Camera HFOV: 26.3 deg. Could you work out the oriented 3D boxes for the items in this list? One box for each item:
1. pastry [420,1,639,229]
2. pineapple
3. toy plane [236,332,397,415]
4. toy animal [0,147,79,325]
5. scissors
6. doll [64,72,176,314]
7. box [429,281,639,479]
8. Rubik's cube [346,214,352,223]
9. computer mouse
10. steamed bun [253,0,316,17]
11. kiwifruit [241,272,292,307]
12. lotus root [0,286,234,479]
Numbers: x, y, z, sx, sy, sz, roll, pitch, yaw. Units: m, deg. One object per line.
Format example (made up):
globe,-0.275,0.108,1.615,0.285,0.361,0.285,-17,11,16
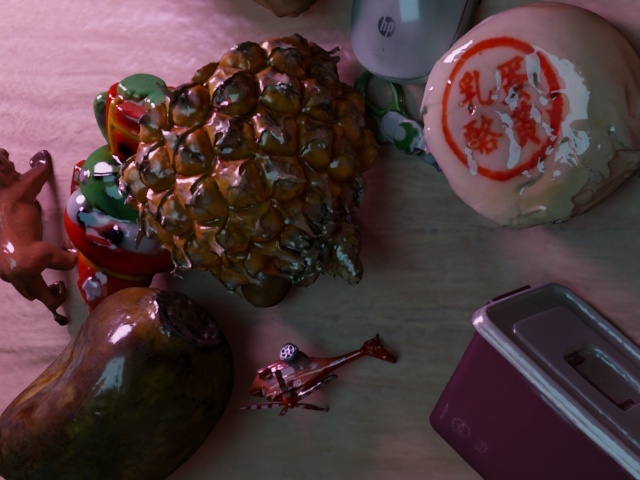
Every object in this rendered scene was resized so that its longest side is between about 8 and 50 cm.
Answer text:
pastry,0.237,-0.137,1.511,0.265,0.133,0.264,6,101,33
pineapple,-0.068,-0.070,1.601,0.344,0.209,0.286,-46,63,8
toy plane,-0.009,0.160,1.731,0.194,0.126,0.077,-39,44,33
toy animal,-0.447,-0.027,1.990,0.097,0.158,0.312,-27,77,35
scissors,0.110,-0.128,1.662,0.204,0.027,0.101,36,115,31
doll,-0.253,-0.044,1.847,0.183,0.160,0.363,25,111,15
box,0.271,0.202,1.482,0.294,0.193,0.167,43,122,25
Rubik's cube,0.000,0.000,1.721,0.075,0.084,0.073,-24,75,51
computer mouse,0.110,-0.327,1.605,0.159,0.097,0.288,16,104,36
steamed bun,-0.057,-0.480,1.609,0.189,0.247,0.428,27,112,21
kiwifruit,-0.065,0.029,1.772,0.075,0.075,0.124,21,101,32
lotus root,-0.260,0.210,1.819,0.346,0.250,0.250,-47,68,30
